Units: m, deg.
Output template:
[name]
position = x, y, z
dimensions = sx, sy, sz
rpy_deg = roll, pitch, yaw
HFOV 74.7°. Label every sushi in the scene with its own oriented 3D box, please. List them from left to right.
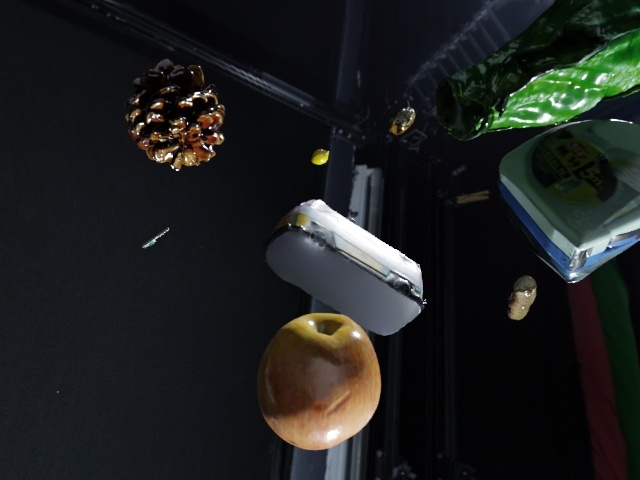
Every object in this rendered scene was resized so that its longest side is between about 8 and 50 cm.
[sushi]
position = 0.225, -0.331, 1.146
dimensions = 0.052, 0.055, 0.120
rpy_deg = 41, -122, -4

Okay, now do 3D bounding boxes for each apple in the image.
[apple]
position = -0.001, 0.413, 1.297
dimensions = 0.391, 0.391, 0.346
rpy_deg = -8, -78, -34

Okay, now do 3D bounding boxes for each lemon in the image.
[lemon]
position = 0.000, -0.372, 1.859
dimensions = 0.065, 0.092, 0.065
rpy_deg = 40, -144, -38

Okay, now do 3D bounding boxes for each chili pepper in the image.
[chili pepper]
position = 0.366, -0.283, 0.634
dimensions = 0.385, 0.213, 0.167
rpy_deg = -22, -113, -6

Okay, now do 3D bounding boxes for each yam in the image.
[yam]
position = 0.469, 0.138, 0.984
dimensions = 0.241, 0.057, 0.057
rpy_deg = 51, -141, -61

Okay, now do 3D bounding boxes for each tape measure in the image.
[tape measure]
position = 0.499, -0.098, 0.789
dimensions = 0.138, 0.262, 0.259
rpy_deg = 49, -166, -54

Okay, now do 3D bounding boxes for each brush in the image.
[brush]
position = -0.430, -0.006, 1.099
dimensions = 0.084, 0.016, 0.013
rpy_deg = -36, -64, 1

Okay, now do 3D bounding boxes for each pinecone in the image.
[pinecone]
position = -0.305, -0.258, 0.913
dimensions = 0.221, 0.221, 0.221
rpy_deg = 11, -113, -29

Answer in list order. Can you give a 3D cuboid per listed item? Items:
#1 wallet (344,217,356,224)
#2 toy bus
[wallet]
position = 0.003, -0.015, 1.687
dimensions = 0.318, 0.172, 0.045
rpy_deg = -2, -149, -34
[toy bus]
position = 0.057, 0.055, 1.008
dimensions = 0.386, 0.171, 0.162
rpy_deg = 32, -142, -13
